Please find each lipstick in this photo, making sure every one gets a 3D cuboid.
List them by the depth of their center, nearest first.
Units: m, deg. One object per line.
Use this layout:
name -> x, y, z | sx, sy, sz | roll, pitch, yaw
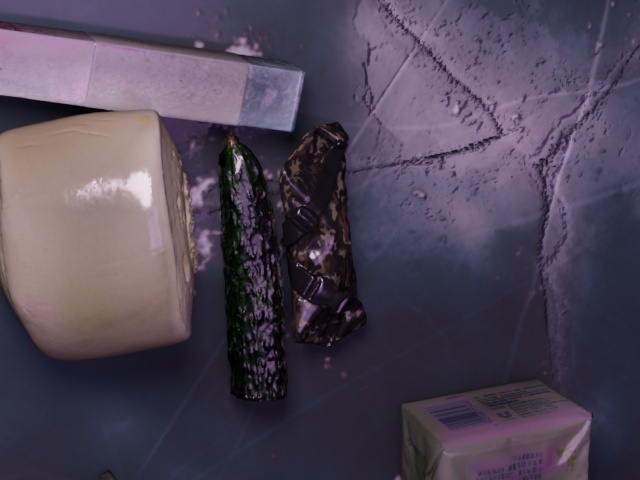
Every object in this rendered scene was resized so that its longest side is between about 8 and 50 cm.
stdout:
lipstick -> -0.176, -0.161, 1.589 | 0.317, 0.066, 0.068 | 5, 106, -24

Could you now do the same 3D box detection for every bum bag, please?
bum bag -> -0.001, 0.000, 1.710 | 0.102, 0.069, 0.248 | -17, 108, -31

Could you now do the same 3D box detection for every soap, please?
soap -> 0.199, 0.274, 1.844 | 0.199, 0.138, 0.182 | -8, 108, -20

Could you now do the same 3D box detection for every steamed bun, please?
steamed bun -> -0.220, 0.005, 1.557 | 0.200, 0.155, 0.250 | -8, 113, -1

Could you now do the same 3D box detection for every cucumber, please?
cucumber -> -0.072, 0.029, 1.696 | 0.067, 0.067, 0.293 | -9, 108, -20

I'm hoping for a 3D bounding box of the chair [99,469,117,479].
chair -> -0.208, 0.370, 1.634 | 0.147, 0.270, 0.136 | -32, 115, -9
